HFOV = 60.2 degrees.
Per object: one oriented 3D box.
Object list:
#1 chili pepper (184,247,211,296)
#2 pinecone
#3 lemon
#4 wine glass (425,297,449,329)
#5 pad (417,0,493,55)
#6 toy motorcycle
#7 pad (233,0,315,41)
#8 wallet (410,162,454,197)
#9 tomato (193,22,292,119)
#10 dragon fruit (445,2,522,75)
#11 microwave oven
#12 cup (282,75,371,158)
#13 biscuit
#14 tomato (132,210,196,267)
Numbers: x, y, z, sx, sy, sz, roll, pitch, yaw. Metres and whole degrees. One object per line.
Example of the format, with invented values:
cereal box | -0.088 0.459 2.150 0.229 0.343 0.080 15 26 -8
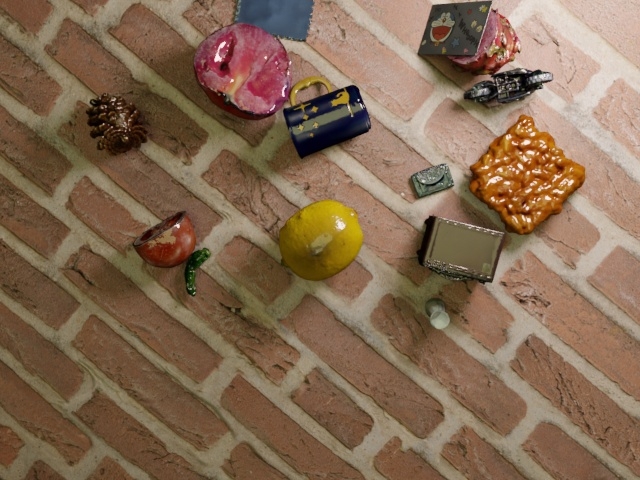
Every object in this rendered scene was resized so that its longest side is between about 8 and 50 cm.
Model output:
chili pepper | -0.451 0.107 1.975 0.073 0.050 0.182 21 98 2
pinecone | -0.701 -0.405 1.881 0.169 0.186 0.212 -28 73 31
lemon | 0.002 -0.001 1.821 0.261 0.260 0.284 33 88 1
wine glass | 0.394 0.249 1.857 0.073 0.155 0.073 1 101 5
pad | 0.418 -0.668 1.736 0.006 0.246 0.170 11 99 -39
toy motorcycle | 0.600 -0.494 1.771 0.271 0.159 0.106 -8 102 22
pad | -0.147 -0.824 1.860 0.269 0.012 0.269 13 97 4
wallet | 0.380 -0.204 1.871 0.129 0.026 0.088 -19 95 7
tomato | -0.240 -0.538 1.826 0.335 0.176 0.289 29 78 2
dragon fruit | 0.512 -0.609 1.728 0.211 0.147 0.282 -56 46 26
microwave oven | 0.454 0.030 1.814 0.248 0.178 0.188 13 97 4
cup | 0.010 -0.432 1.808 0.256 0.178 0.254 -21 95 5
biscuit | 0.664 -0.204 1.803 0.312 0.110 0.318 44 99 -3
tomato | -0.526 0.015 1.927 0.214 0.180 0.155 -25 108 9
